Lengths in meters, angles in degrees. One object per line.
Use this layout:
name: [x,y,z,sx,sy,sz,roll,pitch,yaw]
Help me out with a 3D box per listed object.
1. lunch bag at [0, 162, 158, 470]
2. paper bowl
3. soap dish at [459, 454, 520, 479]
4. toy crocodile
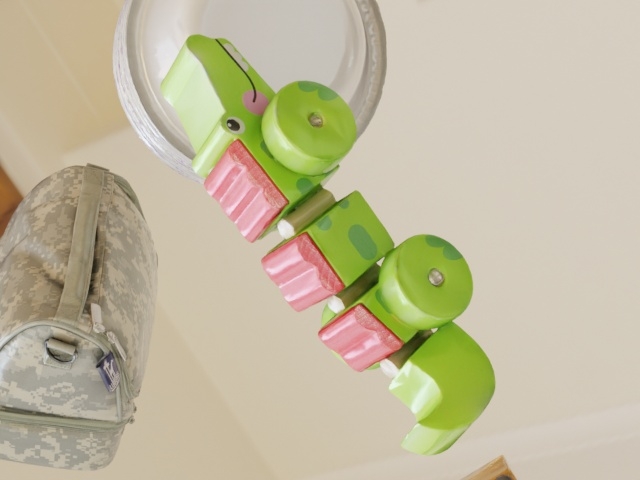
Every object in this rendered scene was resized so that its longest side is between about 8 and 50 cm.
lunch bag: [-0.303,0.088,1.416,0.305,0.212,0.256,-92,-162,-46]
paper bowl: [-0.066,-0.197,1.244,0.284,0.284,0.148,-38,-172,-18]
soap dish: [0.166,0.417,1.411,0.290,0.229,0.118,-28,163,-14]
toy crocodile: [0.000,0.000,0.849,0.105,0.340,0.115,-37,178,-38]
